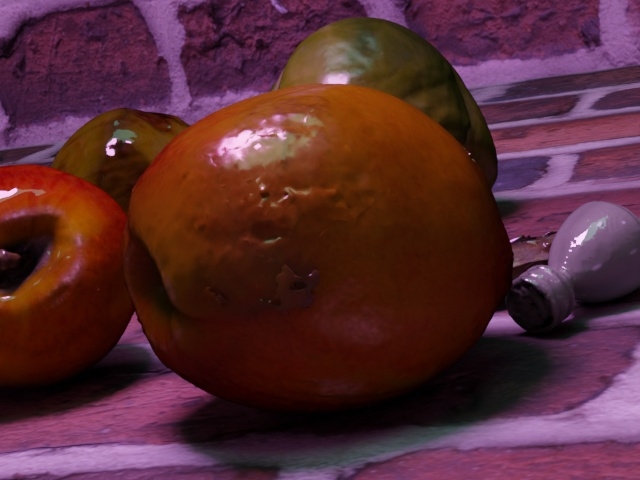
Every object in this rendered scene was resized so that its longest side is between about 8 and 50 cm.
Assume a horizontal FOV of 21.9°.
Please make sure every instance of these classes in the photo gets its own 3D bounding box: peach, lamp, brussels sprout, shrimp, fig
[{"bbox_3d":[0.000,0.002,1.529,0.372,0.290,0.372,-5,10,1],"label":"peach"},{"bbox_3d":[0.264,0.029,1.681,0.106,0.106,0.193,2,26,47],"label":"lamp"},{"bbox_3d":[0.058,-0.129,2.185,0.276,0.315,0.371,-30,3,35],"label":"brussels sprout"},{"bbox_3d":[0.179,0.037,1.810,0.254,0.059,0.145,-17,2,-10],"label":"shrimp"},{"bbox_3d":[-0.252,-0.040,2.161,0.271,0.239,0.239,-39,-9,38],"label":"fig"},{"bbox_3d":[-0.319,0.042,1.757,0.281,0.238,0.281,-34,-3,-2],"label":"peach"}]
